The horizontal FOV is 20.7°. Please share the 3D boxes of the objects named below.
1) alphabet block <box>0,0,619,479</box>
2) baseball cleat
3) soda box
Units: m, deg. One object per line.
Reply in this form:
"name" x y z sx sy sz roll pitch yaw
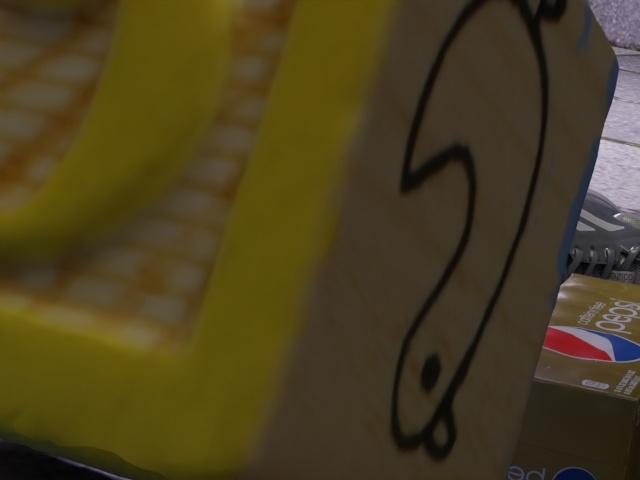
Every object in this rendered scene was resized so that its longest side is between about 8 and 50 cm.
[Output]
"alphabet block" -0.041 -0.022 0.523 0.193 0.192 0.197 11 -10 24
"baseball cleat" 0.137 0.010 0.908 0.109 0.072 0.206 21 20 25
"soda box" 0.104 0.060 0.679 0.061 0.058 0.181 11 12 18
